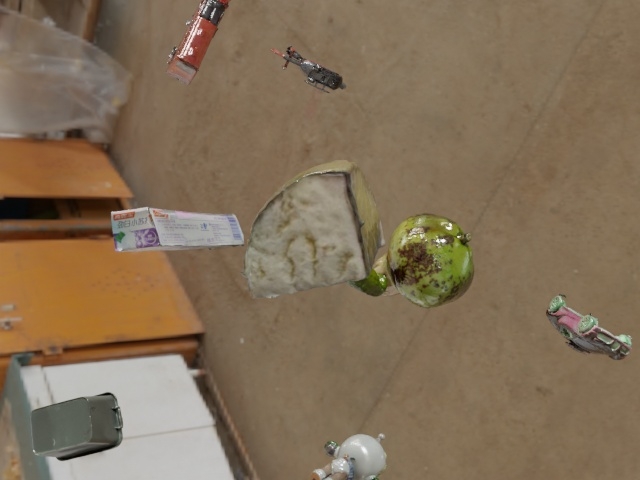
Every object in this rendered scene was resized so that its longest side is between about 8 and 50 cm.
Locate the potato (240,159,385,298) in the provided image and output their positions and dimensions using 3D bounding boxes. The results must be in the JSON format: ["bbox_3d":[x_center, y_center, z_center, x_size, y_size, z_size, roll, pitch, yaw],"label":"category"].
[{"bbox_3d":[-0.010,-0.036,1.366,0.211,0.264,0.189,-11,100,15],"label":"potato"}]

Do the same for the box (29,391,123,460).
[{"bbox_3d":[-0.354,0.268,1.164,0.122,0.069,0.084,-18,73,14],"label":"box"}]

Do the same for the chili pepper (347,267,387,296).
[{"bbox_3d":[0.081,0.068,1.741,0.072,0.204,0.073,12,72,31],"label":"chili pepper"}]

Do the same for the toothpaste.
[{"bbox_3d":[-0.133,-0.010,0.796,0.047,0.196,0.040,-8,88,17],"label":"toothpaste"}]

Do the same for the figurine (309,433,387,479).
[{"bbox_3d":[0.058,0.450,1.604,0.147,0.197,0.093,35,130,30],"label":"figurine"}]

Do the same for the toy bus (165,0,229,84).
[{"bbox_3d":[-0.266,-0.452,1.783,0.096,0.074,0.234,-29,37,56],"label":"toy bus"}]

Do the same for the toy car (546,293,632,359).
[{"bbox_3d":[0.342,0.118,1.047,0.055,0.069,0.142,-59,15,5],"label":"toy car"}]

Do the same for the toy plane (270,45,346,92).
[{"bbox_3d":[-0.017,-0.287,1.354,0.037,0.145,0.060,-61,14,22],"label":"toy plane"}]

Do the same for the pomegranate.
[{"bbox_3d":[0.213,0.045,1.857,0.277,0.222,0.203,2,118,19],"label":"pomegranate"}]
